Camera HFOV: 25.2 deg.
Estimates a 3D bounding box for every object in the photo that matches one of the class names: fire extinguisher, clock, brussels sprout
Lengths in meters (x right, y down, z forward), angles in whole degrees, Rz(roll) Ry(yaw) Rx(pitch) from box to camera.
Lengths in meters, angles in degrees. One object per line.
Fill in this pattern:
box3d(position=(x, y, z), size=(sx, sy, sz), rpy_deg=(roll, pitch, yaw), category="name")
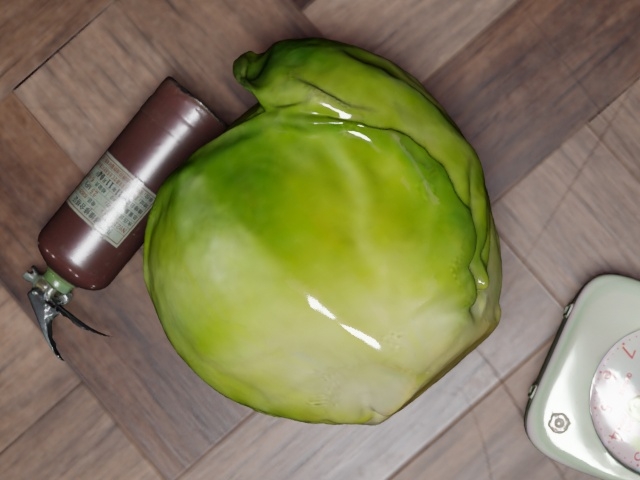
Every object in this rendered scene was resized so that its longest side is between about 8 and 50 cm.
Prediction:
box3d(position=(-0.156, -0.013, 1.137), size=(0.099, 0.071, 0.231), rpy_deg=(38, 90, 12), category="fire extinguisher")
box3d(position=(0.263, 0.124, 1.099), size=(0.191, 0.062, 0.151), rpy_deg=(24, 88, 5), category="clock")
box3d(position=(0.001, -0.002, 1.051), size=(0.259, 0.227, 0.294), rpy_deg=(-39, 68, 5), category="brussels sprout")
